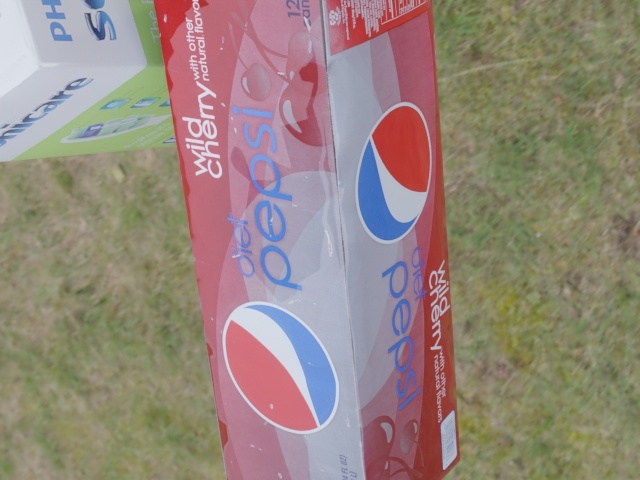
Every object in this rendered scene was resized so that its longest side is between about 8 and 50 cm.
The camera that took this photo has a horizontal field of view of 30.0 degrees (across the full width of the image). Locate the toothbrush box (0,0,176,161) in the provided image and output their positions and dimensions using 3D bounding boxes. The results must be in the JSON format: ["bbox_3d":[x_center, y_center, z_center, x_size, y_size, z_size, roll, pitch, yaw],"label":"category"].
[{"bbox_3d":[-0.095,-0.161,0.621,0.122,0.283,0.206,-25,82,38],"label":"toothbrush box"}]

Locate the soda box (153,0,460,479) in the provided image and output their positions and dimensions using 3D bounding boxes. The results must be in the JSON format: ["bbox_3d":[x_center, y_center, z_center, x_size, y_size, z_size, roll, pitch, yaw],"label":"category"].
[{"bbox_3d":[0.000,0.000,0.539,0.092,0.083,0.263,13,120,35],"label":"soda box"}]
